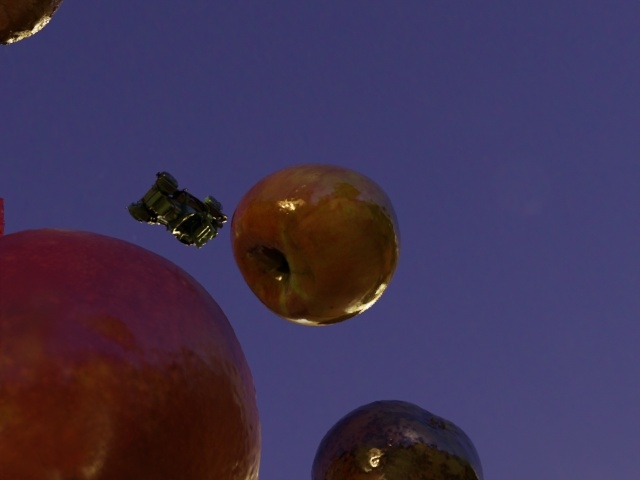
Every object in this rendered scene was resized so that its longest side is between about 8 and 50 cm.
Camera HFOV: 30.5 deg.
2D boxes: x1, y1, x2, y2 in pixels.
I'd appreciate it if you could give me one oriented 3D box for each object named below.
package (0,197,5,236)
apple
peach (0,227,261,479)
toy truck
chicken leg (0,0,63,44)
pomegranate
[{"bbox_3d":[-0.675,0.090,1.860,0.423,0.196,0.123,-42,-60,10],"label":"package"},{"bbox_3d":[0.000,0.000,1.380,0.195,0.196,0.196,-9,-44,-9],"label":"apple"},{"bbox_3d":[-0.127,0.112,0.535,0.199,0.243,0.243,3,-46,-6],"label":"peach"},{"bbox_3d":[-0.194,-0.031,1.641,0.080,0.078,0.154,-44,-33,10],"label":"toy truck"},{"bbox_3d":[-0.405,-0.322,1.415,0.322,0.083,0.177,-9,-82,-18],"label":"chicken leg"},{"bbox_3d":[0.096,0.419,1.815,0.285,0.285,0.341,18,-73,-32],"label":"pomegranate"}]
